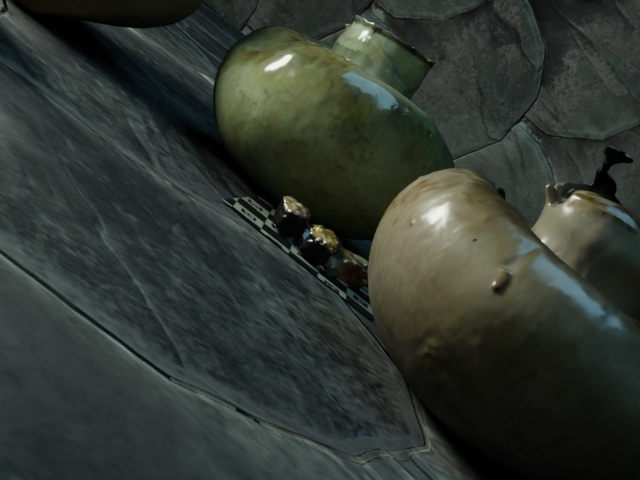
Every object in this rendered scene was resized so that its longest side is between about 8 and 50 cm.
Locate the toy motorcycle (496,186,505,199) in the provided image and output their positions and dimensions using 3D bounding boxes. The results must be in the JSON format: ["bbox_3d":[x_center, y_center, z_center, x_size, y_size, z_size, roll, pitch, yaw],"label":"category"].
[{"bbox_3d":[0.180,-0.038,1.780,0.275,0.187,0.125,40,9,20],"label":"toy motorcycle"}]

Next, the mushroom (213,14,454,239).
[{"bbox_3d":[0.023,-0.155,1.504,0.352,0.260,0.352,32,7,-5],"label":"mushroom"}]

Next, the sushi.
[{"bbox_3d":[0.000,0.000,1.336,0.210,0.040,0.193,39,9,5],"label":"sushi"}]

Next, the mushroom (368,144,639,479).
[{"bbox_3d":[0.222,0.061,1.089,0.362,0.294,0.362,39,8,-6],"label":"mushroom"}]

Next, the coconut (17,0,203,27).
[{"bbox_3d":[-0.282,-0.459,1.520,0.415,0.415,0.344,44,-16,32],"label":"coconut"}]
